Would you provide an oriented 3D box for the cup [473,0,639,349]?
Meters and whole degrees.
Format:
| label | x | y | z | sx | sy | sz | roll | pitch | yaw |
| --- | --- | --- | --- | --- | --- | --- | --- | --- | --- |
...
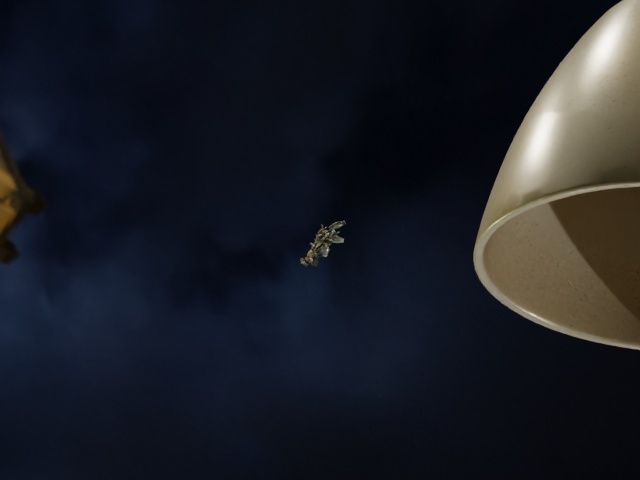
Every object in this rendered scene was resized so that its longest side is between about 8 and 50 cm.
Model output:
| label | x | y | z | sx | sy | sz | roll | pitch | yaw |
| --- | --- | --- | --- | --- | --- | --- | --- | --- | --- |
| cup | 0.306 | -0.071 | 1.024 | 0.331 | 0.331 | 0.236 | -3 | -118 | 26 |

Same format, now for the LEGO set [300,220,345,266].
| label | x | y | z | sx | sy | sz | roll | pitch | yaw |
| --- | --- | --- | --- | --- | --- | --- | --- | --- | --- |
| LEGO set | -0.002 | 0.002 | 1.192 | 0.083 | 0.023 | 0.054 | -38 | -165 | 49 |
